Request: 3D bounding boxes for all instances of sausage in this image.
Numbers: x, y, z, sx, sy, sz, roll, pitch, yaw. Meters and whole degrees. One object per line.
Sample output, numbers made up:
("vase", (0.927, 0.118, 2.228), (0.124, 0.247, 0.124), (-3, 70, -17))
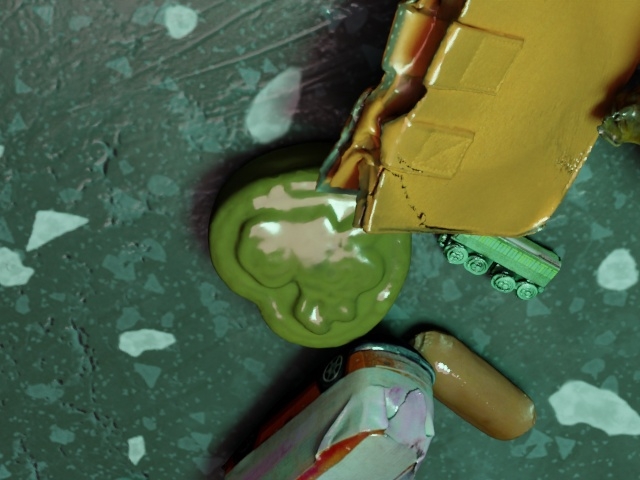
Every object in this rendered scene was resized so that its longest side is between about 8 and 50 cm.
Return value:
("sausage", (0.181, 0.176, 1.856), (0.194, 0.077, 0.077), (39, 110, -17))

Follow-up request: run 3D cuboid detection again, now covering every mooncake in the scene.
("mooncake", (0.000, 0.000, 1.733), (0.235, 0.117, 0.234), (0, 117, 1))

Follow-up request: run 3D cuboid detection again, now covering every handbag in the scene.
("handbag", (0.192, -0.190, 1.571), (0.304, 0.116, 0.410), (3, 123, -43))

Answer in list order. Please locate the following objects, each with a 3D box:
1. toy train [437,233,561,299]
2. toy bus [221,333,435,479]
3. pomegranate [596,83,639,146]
("toy train", (0.209, 0.017, 1.793), (0.148, 0.038, 0.071), (28, 113, -17))
("toy bus", (0.012, 0.245, 1.812), (0.128, 0.147, 0.303), (27, 131, -27))
("pomegranate", (0.452, -0.118, 1.576), (0.338, 0.338, 0.338), (-1, 118, -2))
